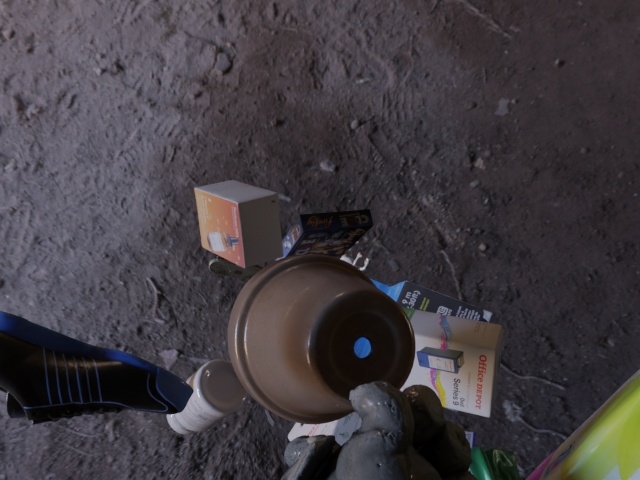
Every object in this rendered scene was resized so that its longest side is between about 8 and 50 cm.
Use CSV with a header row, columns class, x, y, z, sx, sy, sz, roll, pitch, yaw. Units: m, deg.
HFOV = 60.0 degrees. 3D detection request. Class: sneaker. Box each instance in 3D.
class,x,y,z,sx,sy,sz,roll,pitch,yaw
sneaker,-0.256,0.154,0.577,0.232,0.081,0.090,21,61,-7
sneaker,-0.267,0.074,1.900,0.222,0.083,0.118,20,37,-19

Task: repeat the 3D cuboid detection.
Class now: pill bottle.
class,x,y,z,sx,sy,sz,roll,pitch,yaw
pill bottle,-0.283,0.387,1.344,0.131,0.229,0.131,22,47,-26

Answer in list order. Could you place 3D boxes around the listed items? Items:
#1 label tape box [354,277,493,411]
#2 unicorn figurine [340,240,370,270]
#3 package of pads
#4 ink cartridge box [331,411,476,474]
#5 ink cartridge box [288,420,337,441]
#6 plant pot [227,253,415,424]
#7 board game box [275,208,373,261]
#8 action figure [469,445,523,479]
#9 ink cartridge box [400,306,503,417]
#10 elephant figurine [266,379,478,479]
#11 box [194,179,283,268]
class,x,y,z,sx,sy,sz,roll,pitch,yaw
label tape box,0.229,0.247,1.419,0.348,0.115,0.249,21,72,17
unicorn figurine,0.084,0.068,1.565,0.060,0.111,0.161,25,30,-27
package of pads,0.322,0.214,0.559,0.101,0.229,0.296,46,106,27
ink cartridge box,0.185,0.497,1.282,0.333,0.065,0.165,4,33,20
ink cartridge box,0.057,0.648,1.763,0.119,0.353,0.207,37,83,-30
plant pot,0.017,0.140,0.790,0.263,0.229,0.262,2,83,-20
board game box,0.000,0.000,1.283,0.165,0.243,0.042,-6,71,-20
action figure,0.318,0.456,0.899,0.137,0.063,0.232,11,39,-29
ink cartridge box,0.225,0.224,1.045,0.213,0.154,0.093,7,27,21
elephant figurine,0.019,0.246,0.526,0.239,0.186,0.169,-33,58,29
box,-0.160,-0.037,1.077,0.091,0.171,0.130,-17,113,-35
